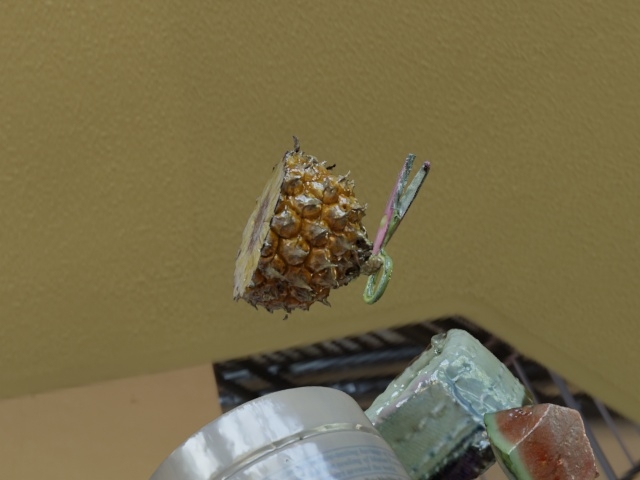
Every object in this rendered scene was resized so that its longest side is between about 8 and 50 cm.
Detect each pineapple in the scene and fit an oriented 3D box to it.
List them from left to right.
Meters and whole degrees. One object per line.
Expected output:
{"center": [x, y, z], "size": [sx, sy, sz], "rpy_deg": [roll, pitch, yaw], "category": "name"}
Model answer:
{"center": [0.000, 0.003, 1.189], "size": [0.137, 0.161, 0.176], "rpy_deg": [20, -68, -12], "category": "pineapple"}

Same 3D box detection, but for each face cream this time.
{"center": [-0.011, 0.206, 0.735], "size": [0.177, 0.153, 0.177], "rpy_deg": [-22, -37, -18], "category": "face cream"}

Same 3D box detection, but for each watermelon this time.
{"center": [0.172, 0.162, 0.900], "size": [0.072, 0.092, 0.084], "rpy_deg": [-21, -78, 4], "category": "watermelon"}

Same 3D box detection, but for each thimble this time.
{"center": [0.144, 0.224, 1.426], "size": [0.150, 0.237, 0.237], "rpy_deg": [45, -71, 3], "category": "thimble"}

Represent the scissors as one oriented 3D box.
{"center": [0.084, -0.018, 1.438], "size": [0.020, 0.133, 0.187], "rpy_deg": [22, -83, -20], "category": "scissors"}
